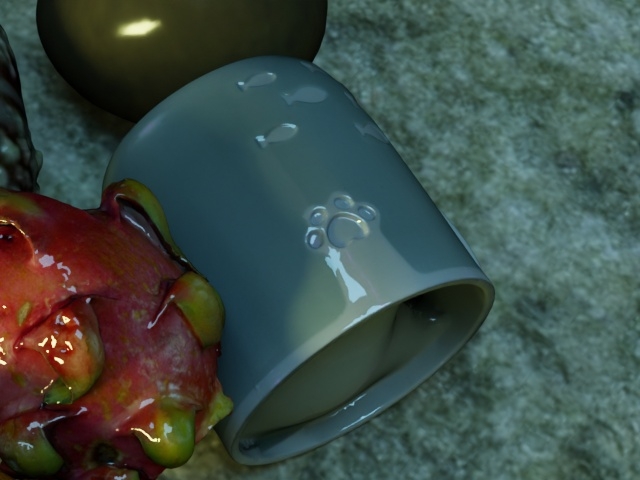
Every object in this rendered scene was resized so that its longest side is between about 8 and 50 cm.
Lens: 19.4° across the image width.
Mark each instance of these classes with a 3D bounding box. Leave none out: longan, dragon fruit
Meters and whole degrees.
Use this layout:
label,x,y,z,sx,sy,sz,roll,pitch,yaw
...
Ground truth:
label,x,y,z,sx,sy,sz,roll,pitch,yaw
longan,-0.123,-0.216,1.705,0.258,0.258,0.258,4,61,-8
dragon fruit,-0.214,0.068,1.416,0.307,0.227,0.243,6,93,7

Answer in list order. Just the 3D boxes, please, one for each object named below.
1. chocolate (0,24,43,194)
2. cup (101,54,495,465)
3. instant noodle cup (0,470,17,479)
label,x,y,z,sx,sy,sz,roll,pitch,yaw
chocolate,-0.349,-0.080,1.603,0.210,0.225,0.340,2,62,-24
cup,0.000,0.000,1.621,0.357,0.259,0.274,-9,59,-50
instant noodle cup,-0.257,0.251,1.297,0.182,0.230,0.230,22,60,-2
